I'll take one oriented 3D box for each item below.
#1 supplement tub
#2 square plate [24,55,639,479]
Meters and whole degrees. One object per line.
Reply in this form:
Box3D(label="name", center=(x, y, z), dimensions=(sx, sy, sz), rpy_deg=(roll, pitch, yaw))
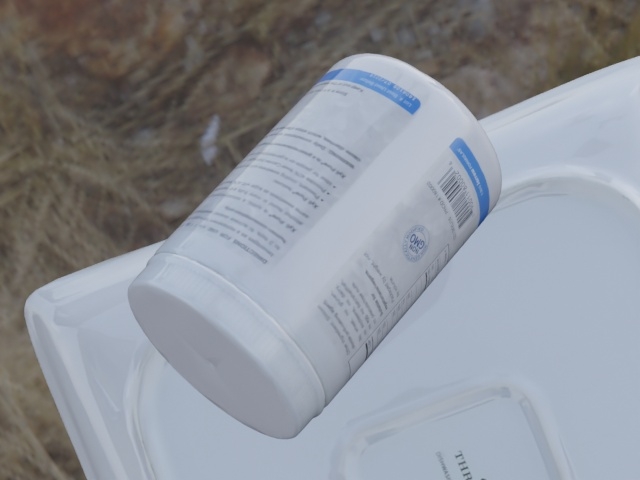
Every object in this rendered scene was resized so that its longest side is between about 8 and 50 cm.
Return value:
Box3D(label="supplement tub", center=(0.000, 0.000, 0.458), dimensions=(0.071, 0.071, 0.107), rpy_deg=(21, 59, 42))
Box3D(label="square plate", center=(0.068, 0.127, 0.705), dimensions=(0.344, 0.347, 0.049), rpy_deg=(-21, -4, 1))
